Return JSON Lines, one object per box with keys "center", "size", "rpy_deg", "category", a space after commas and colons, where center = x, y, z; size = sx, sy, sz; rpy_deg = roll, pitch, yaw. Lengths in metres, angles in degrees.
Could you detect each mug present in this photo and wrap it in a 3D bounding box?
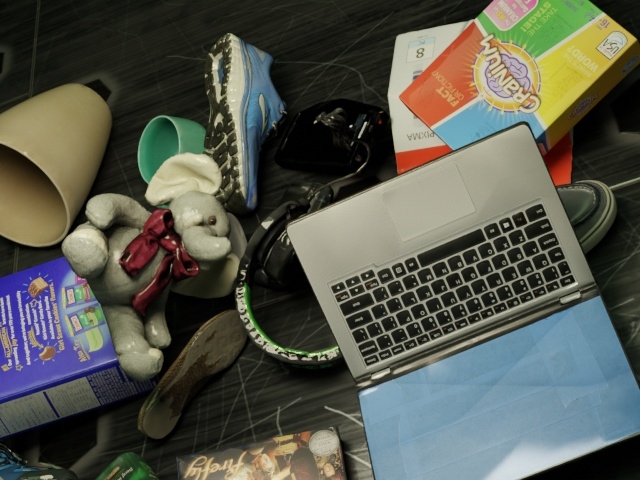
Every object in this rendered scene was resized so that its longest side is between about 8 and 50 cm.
{"center": [-0.264, -0.148, 2.291], "size": [0.129, 0.097, 0.158], "rpy_deg": [52, 123, 36], "category": "mug"}

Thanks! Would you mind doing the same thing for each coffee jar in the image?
{"center": [-0.261, 0.407, 1.884], "size": [0.096, 0.079, 0.184], "rpy_deg": [-46, 48, -10], "category": "coffee jar"}

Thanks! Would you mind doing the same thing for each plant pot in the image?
{"center": [-0.520, -0.173, 2.377], "size": [0.256, 0.256, 0.274], "rpy_deg": [1, 41, 29], "category": "plant pot"}

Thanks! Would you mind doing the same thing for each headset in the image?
{"center": [0.000, 0.000, 1.952], "size": [0.243, 0.185, 0.394], "rpy_deg": [9, 74, 12], "category": "headset"}

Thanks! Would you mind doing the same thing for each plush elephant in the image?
{"center": [-0.242, 0.016, 1.960], "size": [0.255, 0.272, 0.330], "rpy_deg": [-23, 24, -4], "category": "plush elephant"}

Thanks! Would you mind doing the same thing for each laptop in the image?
{"center": [0.187, 0.106, 1.700], "size": [0.382, 0.408, 0.236], "rpy_deg": [-23, 7, 11], "category": "laptop"}

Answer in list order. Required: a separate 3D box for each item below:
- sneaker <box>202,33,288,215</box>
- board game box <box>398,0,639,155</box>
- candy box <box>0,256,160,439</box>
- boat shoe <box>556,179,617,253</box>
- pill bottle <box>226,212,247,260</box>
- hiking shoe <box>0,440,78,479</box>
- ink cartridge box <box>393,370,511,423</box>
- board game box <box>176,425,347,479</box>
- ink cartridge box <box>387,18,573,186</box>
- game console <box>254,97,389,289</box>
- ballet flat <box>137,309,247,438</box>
{"center": [-0.121, -0.205, 2.235], "size": [0.130, 0.147, 0.330], "rpy_deg": [-21, 64, 55], "category": "sneaker"}
{"center": [0.316, -0.260, 1.992], "size": [0.316, 0.064, 0.242], "rpy_deg": [-45, 58, 5], "category": "board game box"}
{"center": [-0.452, 0.168, 2.098], "size": [0.317, 0.122, 0.268], "rpy_deg": [-17, 47, -4], "category": "candy box"}
{"center": [0.269, -0.017, 1.860], "size": [0.340, 0.158, 0.127], "rpy_deg": [-28, 52, 10], "category": "boat shoe"}
{"center": [-0.224, 0.024, 2.136], "size": [0.180, 0.108, 0.108], "rpy_deg": [-15, 50, 17], "category": "pill bottle"}
{"center": [-0.521, 0.378, 2.022], "size": [0.304, 0.113, 0.132], "rpy_deg": [-9, 53, 22], "category": "hiking shoe"}
{"center": [0.204, 0.268, 1.752], "size": [0.181, 0.061, 0.104], "rpy_deg": [-25, 47, 10], "category": "ink cartridge box"}
{"center": [-0.079, 0.368, 1.799], "size": [0.243, 0.042, 0.165], "rpy_deg": [-12, 50, 0], "category": "board game box"}
{"center": [0.260, -0.206, 2.067], "size": [0.308, 0.091, 0.385], "rpy_deg": [-7, 52, 24], "category": "ink cartridge box"}
{"center": [-0.027, -0.085, 2.140], "size": [0.213, 0.044, 0.361], "rpy_deg": [9, 68, 51], "category": "game console"}
{"center": [-0.210, 0.212, 2.017], "size": [0.250, 0.084, 0.058], "rpy_deg": [-53, 25, -11], "category": "ballet flat"}
